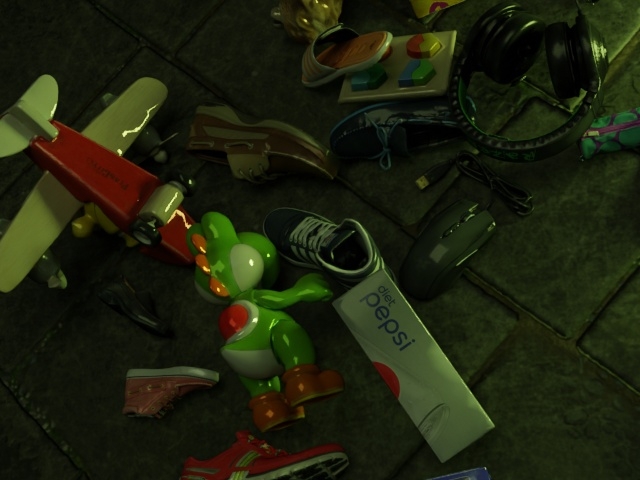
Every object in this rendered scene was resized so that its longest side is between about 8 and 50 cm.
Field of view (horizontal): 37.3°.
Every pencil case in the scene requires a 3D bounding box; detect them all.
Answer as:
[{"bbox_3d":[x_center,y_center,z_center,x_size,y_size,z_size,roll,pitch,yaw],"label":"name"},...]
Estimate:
[{"bbox_3d":[0.483,-0.177,1.520,0.152,0.070,0.064,-15,80,18],"label":"pencil case"}]

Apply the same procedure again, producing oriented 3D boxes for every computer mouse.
[{"bbox_3d":[0.204,-0.040,1.567,0.262,0.060,0.184,-42,61,-3],"label":"computer mouse"}]

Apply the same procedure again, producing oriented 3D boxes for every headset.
[{"bbox_3d":[0.372,-0.303,1.572,0.243,0.185,0.394,19,79,28],"label":"headset"}]

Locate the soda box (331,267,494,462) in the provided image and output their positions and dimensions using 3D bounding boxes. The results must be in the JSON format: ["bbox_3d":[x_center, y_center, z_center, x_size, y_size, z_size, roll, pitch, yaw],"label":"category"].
[{"bbox_3d":[0.137,0.184,1.417,0.098,0.091,0.286,-35,82,2],"label":"soda box"}]

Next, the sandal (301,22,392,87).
[{"bbox_3d":[0.031,-0.346,1.688,0.265,0.076,0.102,-4,51,60],"label":"sandal"}]

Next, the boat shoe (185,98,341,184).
[{"bbox_3d":[-0.112,-0.155,1.707,0.324,0.122,0.120,21,80,35],"label":"boat shoe"}]

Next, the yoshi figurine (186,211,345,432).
[{"bbox_3d":[-0.089,0.115,1.543,0.204,0.203,0.362,-24,72,-12],"label":"yoshi figurine"}]

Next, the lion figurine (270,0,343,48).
[{"bbox_3d":[0.000,-0.568,1.745,0.142,0.240,0.392,20,86,33],"label":"lion figurine"}]

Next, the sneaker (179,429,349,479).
[{"bbox_3d":[-0.096,0.347,1.477,0.279,0.107,0.118,-16,53,10],"label":"sneaker"}]

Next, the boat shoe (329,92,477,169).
[{"bbox_3d":[0.139,-0.188,1.628,0.258,0.109,0.089,-17,51,14],"label":"boat shoe"}]

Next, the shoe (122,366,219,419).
[{"bbox_3d":[-0.253,0.259,1.594,0.178,0.063,0.081,-5,67,23],"label":"shoe"}]

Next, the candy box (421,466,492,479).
[{"bbox_3d":[0.145,0.505,1.306,0.268,0.122,0.317,-15,62,11],"label":"candy box"}]

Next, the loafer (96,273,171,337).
[{"bbox_3d":[-0.324,0.114,1.684,0.170,0.062,0.061,30,74,27],"label":"loafer"}]

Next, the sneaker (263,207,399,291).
[{"bbox_3d":[0.000,0.000,1.567,0.282,0.153,0.099,32,79,28],"label":"sneaker"}]

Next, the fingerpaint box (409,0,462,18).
[{"bbox_3d":[0.148,-0.697,1.707,0.163,0.371,0.444,-20,61,12],"label":"fingerpaint box"}]

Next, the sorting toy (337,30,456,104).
[{"bbox_3d":[0.137,-0.314,1.683,0.193,0.038,0.208,-2,42,19],"label":"sorting toy"}]

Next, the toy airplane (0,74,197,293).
[{"bbox_3d":[-0.425,-0.103,1.697,0.386,0.272,0.384,-10,73,-21],"label":"toy airplane"}]
